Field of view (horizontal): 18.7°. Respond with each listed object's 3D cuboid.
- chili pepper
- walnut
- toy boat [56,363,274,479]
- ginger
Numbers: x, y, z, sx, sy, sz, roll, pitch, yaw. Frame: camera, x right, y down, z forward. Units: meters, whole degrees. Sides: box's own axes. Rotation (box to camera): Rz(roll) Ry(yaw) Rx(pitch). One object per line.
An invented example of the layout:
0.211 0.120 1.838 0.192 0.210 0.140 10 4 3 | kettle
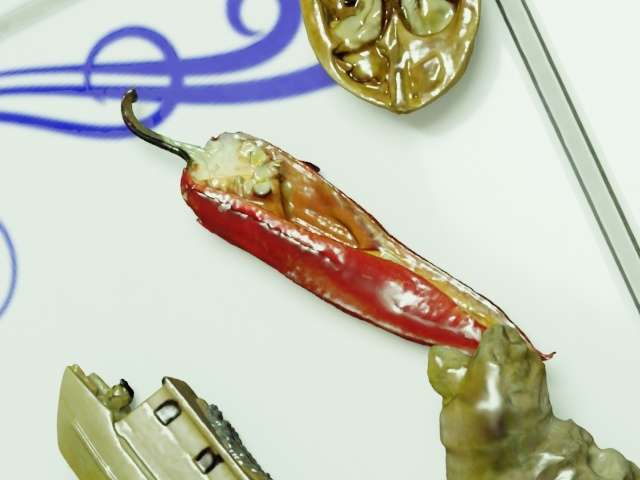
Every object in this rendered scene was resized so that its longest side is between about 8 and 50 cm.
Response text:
0.000 0.000 1.001 0.268 0.059 0.050 31 132 12 | chili pepper
0.039 -0.122 0.996 0.091 0.052 0.121 -9 85 12 | walnut
-0.059 0.139 0.999 0.077 0.057 0.200 -40 78 2 | toy boat
0.077 0.208 0.948 0.166 0.080 0.333 15 97 7 | ginger
